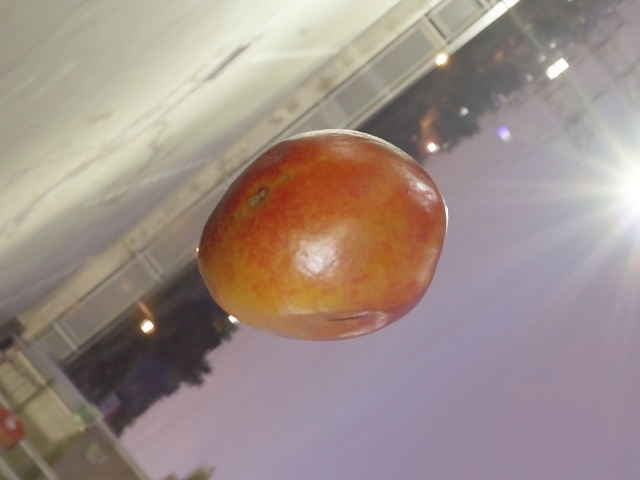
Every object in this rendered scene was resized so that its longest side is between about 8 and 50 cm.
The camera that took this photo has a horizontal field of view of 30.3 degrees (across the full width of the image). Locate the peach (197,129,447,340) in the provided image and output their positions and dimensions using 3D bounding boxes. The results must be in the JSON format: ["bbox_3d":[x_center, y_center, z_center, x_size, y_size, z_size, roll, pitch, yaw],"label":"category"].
[{"bbox_3d":[-0.001,-0.001,0.510,0.100,0.101,0.101,-39,-178,2],"label":"peach"}]
